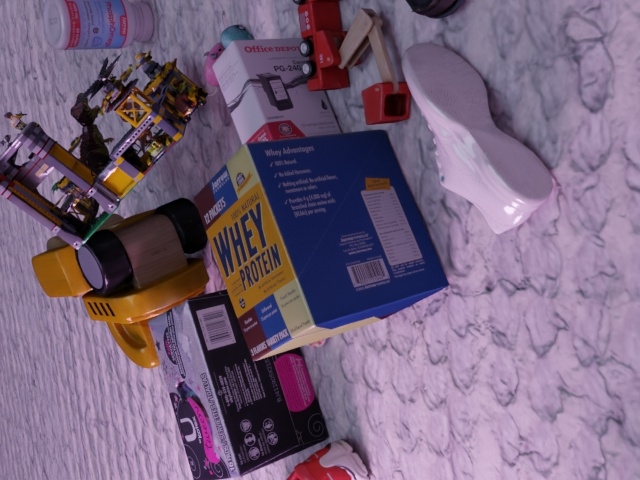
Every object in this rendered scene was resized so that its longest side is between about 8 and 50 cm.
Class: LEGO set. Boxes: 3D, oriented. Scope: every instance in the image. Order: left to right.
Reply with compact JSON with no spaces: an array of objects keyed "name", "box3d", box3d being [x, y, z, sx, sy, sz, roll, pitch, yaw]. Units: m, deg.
[{"name":"LEGO set","box3d":[-0.343,-0.166,1.130,0.331,0.192,0.255,-39,25,25]}]

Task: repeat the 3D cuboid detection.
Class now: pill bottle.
[{"name":"pill bottle","box3d":[-0.359,-0.356,1.255,0.087,0.160,0.087,20,116,48]}]

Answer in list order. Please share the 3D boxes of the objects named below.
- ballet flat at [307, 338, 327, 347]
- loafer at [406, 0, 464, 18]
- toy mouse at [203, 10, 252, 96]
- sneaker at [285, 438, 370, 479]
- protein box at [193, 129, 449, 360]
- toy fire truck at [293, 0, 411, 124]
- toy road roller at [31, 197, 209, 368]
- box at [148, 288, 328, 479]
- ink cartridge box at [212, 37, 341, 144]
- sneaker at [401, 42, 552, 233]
[{"name":"ballet flat","box3d":[-0.070,0.046,1.073,0.091,0.077,0.241,-42,68,48]},{"name":"loafer","box3d":[0.067,-0.368,0.760,0.109,0.095,0.302,-10,92,51]},{"name":"toy mouse","box3d":[-0.136,-0.260,1.104,0.161,0.031,0.143,-10,92,53]},{"name":"sneaker","box3d":[-0.034,0.383,1.091,0.107,0.118,0.279,49,134,33]},{"name":"protein box","box3d":[0.000,0.000,0.869,0.136,0.200,0.201,-36,71,50]},{"name":"toy fire truck","box3d":[0.034,-0.225,0.886,0.135,0.047,0.192,0,100,51]},{"name":"toy road roller","box3d":[-0.318,0.080,1.309,0.330,0.202,0.240,-4,108,52]},{"name":"box","box3d":[-0.125,0.201,1.116,0.142,0.163,0.247,-29,77,50]},{"name":"ink cartridge box","box3d":[-0.053,-0.173,0.960,0.063,0.109,0.150,-36,72,51]},{"name":"sneaker","box3d":[0.137,-0.100,0.776,0.212,0.080,0.094,60,151,19]}]
